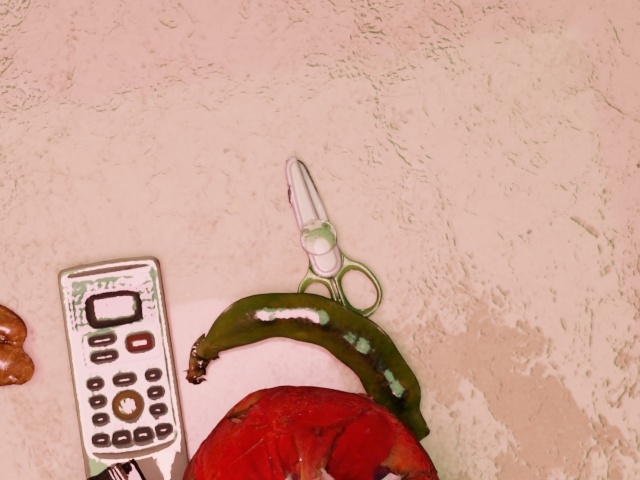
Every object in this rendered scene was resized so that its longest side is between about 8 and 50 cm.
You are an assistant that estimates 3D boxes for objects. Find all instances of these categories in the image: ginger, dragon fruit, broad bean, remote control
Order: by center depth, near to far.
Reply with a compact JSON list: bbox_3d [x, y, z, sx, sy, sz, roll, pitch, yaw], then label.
[{"bbox_3d":[-0.014,0.294,1.532,0.295,0.301,0.296,0,92,-3],"label":"dragon fruit"},{"bbox_3d":[-0.405,0.115,1.649,0.162,0.073,0.103,-2,82,0],"label":"ginger"},{"bbox_3d":[-0.002,0.133,1.661,0.291,0.049,0.144,15,106,-1],"label":"broad bean"},{"bbox_3d":[-0.222,0.164,1.665,0.123,0.038,0.285,-7,84,-3],"label":"remote control"}]

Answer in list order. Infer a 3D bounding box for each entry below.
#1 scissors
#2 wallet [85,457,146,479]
[{"bbox_3d":[0.000,0.000,1.695,0.101,0.027,0.204,-17,86,-4],"label":"scissors"},{"bbox_3d":[-0.209,0.326,1.517,0.044,0.317,0.169,-28,85,-28],"label":"wallet"}]
